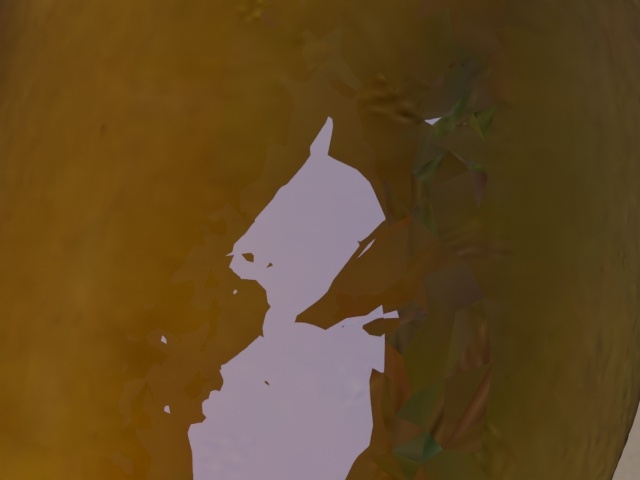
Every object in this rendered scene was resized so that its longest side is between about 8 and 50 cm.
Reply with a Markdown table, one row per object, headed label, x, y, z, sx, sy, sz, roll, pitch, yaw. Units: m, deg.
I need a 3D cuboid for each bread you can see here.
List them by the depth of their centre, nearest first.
| label | x | y | z | sx | sy | sz | roll | pitch | yaw |
| --- | --- | --- | --- | --- | --- | --- | --- | --- | --- |
| bread | 0.000 | 0.000 | 0.452 | 0.347 | 0.253 | 0.376 | 17 | 85 | -24 |
